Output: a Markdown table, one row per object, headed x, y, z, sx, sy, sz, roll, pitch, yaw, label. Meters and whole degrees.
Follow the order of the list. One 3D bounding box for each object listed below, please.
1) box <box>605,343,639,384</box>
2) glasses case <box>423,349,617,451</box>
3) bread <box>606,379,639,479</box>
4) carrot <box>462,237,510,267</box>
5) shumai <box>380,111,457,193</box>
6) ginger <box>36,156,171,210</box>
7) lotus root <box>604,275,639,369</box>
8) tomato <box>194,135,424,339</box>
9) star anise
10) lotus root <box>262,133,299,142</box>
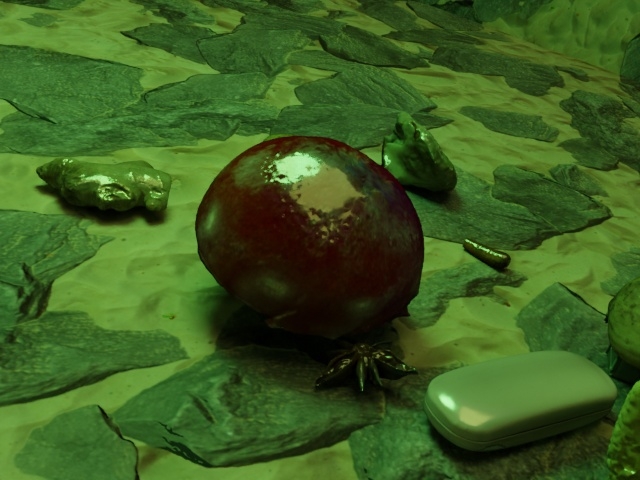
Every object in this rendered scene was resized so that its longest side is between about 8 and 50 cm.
| x | y | z | sx | sy | sz | roll | pitch | yaw | label |
| --- | --- | --- | --- | --- | --- | --- | --- | --- | --- |
| 0.483 | 0.183 | 1.253 | 0.085 | 0.060 | 0.063 | 21 | 38 | 12 | box |
| 0.270 | 0.208 | 1.091 | 0.297 | 0.075 | 0.113 | -4 | 33 | -31 | glasses case |
| 0.458 | 0.261 | 1.001 | 0.204 | 0.163 | 0.262 | -11 | 80 | -40 | bread |
| 0.299 | 0.023 | 1.475 | 0.093 | 0.032 | 0.032 | 28 | 31 | 32 | carrot |
| 0.184 | -0.164 | 1.665 | 0.201 | 0.120 | 0.201 | 53 | 6 | -8 | shumai |
| -0.355 | -0.092 | 1.342 | 0.213 | 0.074 | 0.137 | 9 | 20 | -18 | ginger |
| 0.499 | 0.122 | 1.148 | 0.140 | 0.154 | 0.257 | 34 | -3 | -35 | lotus root |
| 0.003 | -0.021 | 1.127 | 0.335 | 0.176 | 0.290 | 37 | 42 | 11 | tomato |
| 0.066 | 0.165 | 1.090 | 0.129 | 0.056 | 0.124 | 4 | 29 | 12 | star anise |
| -0.051 | -0.142 | 1.547 | 0.110 | 0.097 | 0.258 | -4 | 30 | -25 | lotus root |
